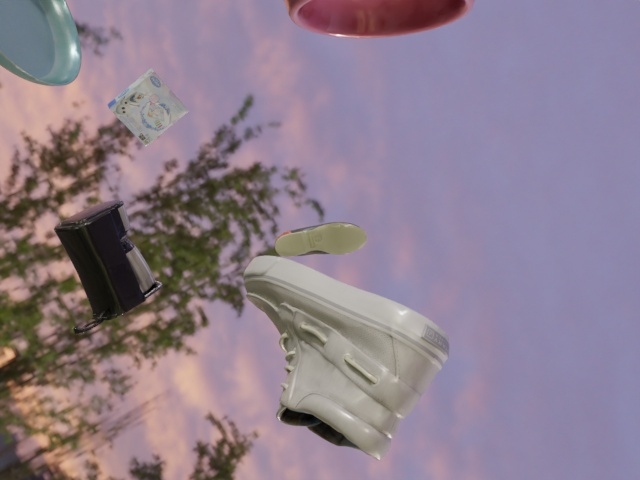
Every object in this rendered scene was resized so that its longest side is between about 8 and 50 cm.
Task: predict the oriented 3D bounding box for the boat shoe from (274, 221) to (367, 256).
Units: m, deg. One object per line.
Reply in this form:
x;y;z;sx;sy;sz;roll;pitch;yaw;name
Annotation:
0.000;0.000;1.321;0.043;0.137;0.049;-70;152;-87;boat shoe

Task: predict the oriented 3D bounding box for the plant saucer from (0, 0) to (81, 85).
-0.477;-0.368;1.345;0.317;0.044;0.317;56;17;-28;plant saucer

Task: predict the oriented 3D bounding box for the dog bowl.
0.108;-0.485;1.632;0.408;0.408;0.150;172;-83;-64;dog bowl

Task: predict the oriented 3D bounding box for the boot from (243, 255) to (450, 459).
-0.012;0.097;0.773;0.095;0.123;0.258;40;-14;-33;boot

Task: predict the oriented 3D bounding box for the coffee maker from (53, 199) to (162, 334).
-0.378;0.038;1.546;0.120;0.171;0.178;-14;-70;24;coffee maker

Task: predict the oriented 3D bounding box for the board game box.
-0.267;-0.206;1.390;0.090;0.090;0.020;50;3;-39;board game box
